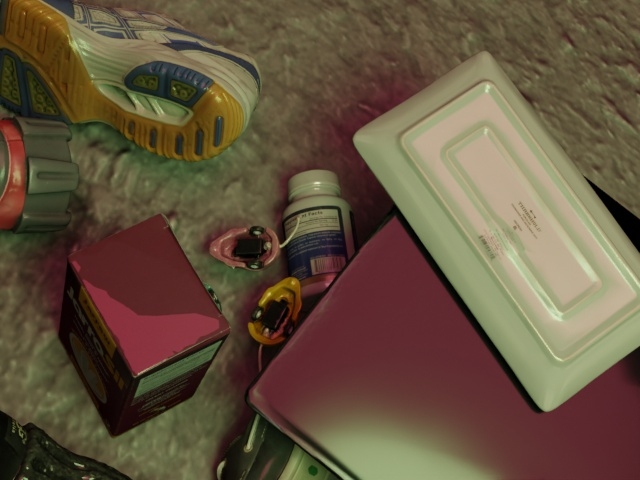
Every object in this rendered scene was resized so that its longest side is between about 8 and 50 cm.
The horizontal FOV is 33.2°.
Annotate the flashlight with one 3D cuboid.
[{"bbox_3d":[-0.347,-0.052,0.837,0.304,0.103,0.103,0,98,-36],"label":"flashlight"}]

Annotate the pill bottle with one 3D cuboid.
[{"bbox_3d":[0.000,0.000,0.976,0.067,0.067,0.120,-1,67,-17],"label":"pill bottle"}]

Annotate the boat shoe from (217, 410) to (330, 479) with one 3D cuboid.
[{"bbox_3d":[-0.046,0.198,0.882,0.079,0.084,0.233,13,65,32],"label":"boat shoe"}]

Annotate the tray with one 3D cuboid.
[{"bbox_3d":[0.158,-0.015,0.852,0.145,0.030,0.270,-34,83,-11],"label":"tray"}]

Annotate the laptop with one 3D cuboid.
[{"bbox_3d":[0.203,0.102,0.960,0.382,0.236,0.408,39,20,3],"label":"laptop"}]

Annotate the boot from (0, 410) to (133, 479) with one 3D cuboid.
[{"bbox_3d":[-0.255,0.282,0.743,0.260,0.131,0.348,41,89,-27],"label":"boot"}]

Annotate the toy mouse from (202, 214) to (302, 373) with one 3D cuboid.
[{"bbox_3d":[-0.077,0.041,0.939,0.143,0.031,0.161,18,72,20],"label":"toy mouse"}]

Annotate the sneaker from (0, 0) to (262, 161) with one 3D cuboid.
[{"bbox_3d":[-0.197,-0.166,0.989,0.296,0.112,0.131,24,34,3],"label":"sneaker"}]

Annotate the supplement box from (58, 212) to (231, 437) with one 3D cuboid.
[{"bbox_3d":[-0.143,0.072,0.833,0.080,0.188,0.104,-26,76,-24],"label":"supplement box"}]
